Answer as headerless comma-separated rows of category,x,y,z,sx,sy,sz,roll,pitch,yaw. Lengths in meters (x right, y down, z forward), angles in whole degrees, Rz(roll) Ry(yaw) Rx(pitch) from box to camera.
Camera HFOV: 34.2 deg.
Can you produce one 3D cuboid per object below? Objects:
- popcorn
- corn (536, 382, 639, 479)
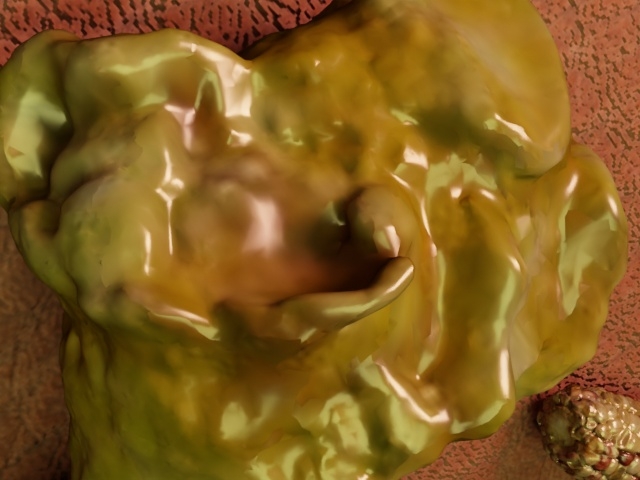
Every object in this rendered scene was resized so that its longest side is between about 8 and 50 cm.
popcorn,-0.005,0.007,0.608,0.334,0.292,0.293,-19,159,-32
corn,0.306,0.193,0.904,0.290,0.098,0.098,23,105,-30
